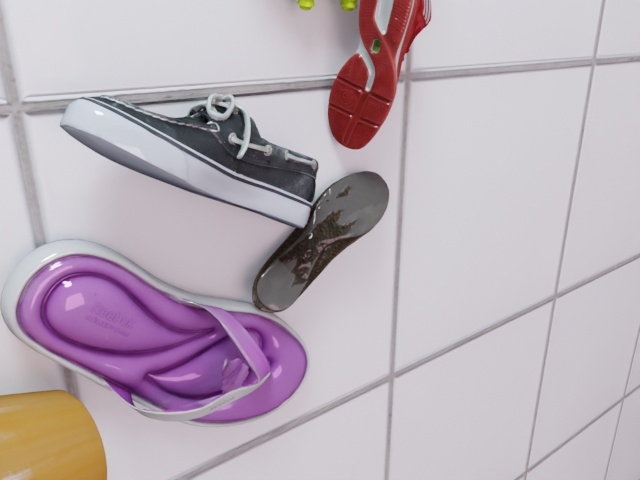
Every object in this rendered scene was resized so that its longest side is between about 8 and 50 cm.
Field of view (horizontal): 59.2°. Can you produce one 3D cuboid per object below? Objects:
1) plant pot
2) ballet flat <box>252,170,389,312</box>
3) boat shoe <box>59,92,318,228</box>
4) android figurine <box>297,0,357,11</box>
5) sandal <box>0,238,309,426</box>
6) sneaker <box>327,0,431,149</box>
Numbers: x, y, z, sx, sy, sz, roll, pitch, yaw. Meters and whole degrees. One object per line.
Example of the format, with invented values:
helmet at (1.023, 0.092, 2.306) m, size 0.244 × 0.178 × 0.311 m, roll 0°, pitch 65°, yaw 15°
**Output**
plant pot at (-0.309, 0.223, 0.503) m, size 0.188 × 0.205 × 0.205 m, roll -10°, pitch 114°, yaw -53°
ballet flat at (0.000, 0.000, 0.752) m, size 0.084 × 0.058 × 0.250 m, roll 43°, pitch 69°, yaw -4°
boat shoe at (-0.108, -0.098, 0.585) m, size 0.306 × 0.113 × 0.104 m, roll 19°, pitch 88°, yaw -44°
android figurine at (0.025, -0.381, 0.584) m, size 0.248 × 0.056 × 0.272 m, roll -13°, pitch 128°, yaw -36°
sandal at (-0.151, 0.139, 0.645) m, size 0.416 × 0.102 × 0.169 m, roll 31°, pitch 87°, yaw -42°
sneaker at (0.089, -0.225, 0.712) m, size 0.128 × 0.087 × 0.221 m, roll -34°, pitch 151°, yaw -51°
